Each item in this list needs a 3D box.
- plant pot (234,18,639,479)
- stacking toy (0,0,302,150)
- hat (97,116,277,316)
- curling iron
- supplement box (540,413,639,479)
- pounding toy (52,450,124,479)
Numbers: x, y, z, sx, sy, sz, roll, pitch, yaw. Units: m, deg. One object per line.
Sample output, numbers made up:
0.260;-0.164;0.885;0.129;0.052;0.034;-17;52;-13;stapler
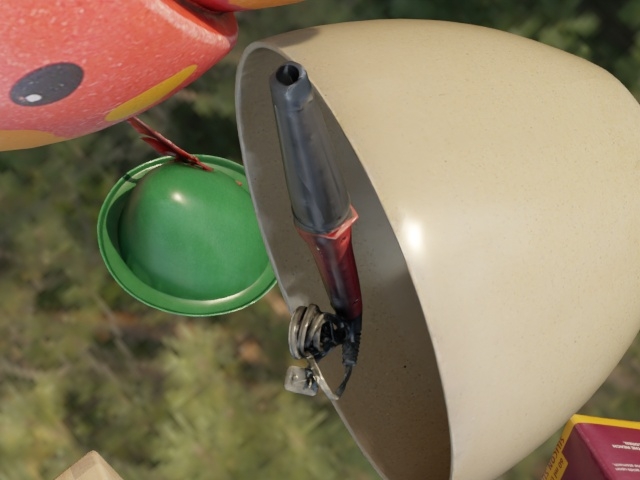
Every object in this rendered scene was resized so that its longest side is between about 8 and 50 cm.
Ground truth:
0.094;-0.010;1.064;0.191;0.284;0.284;-21;157;-14;plant pot
-0.174;-0.110;0.641;0.480;0.350;0.350;-43;162;12;stacking toy
-0.119;-0.048;1.643;0.208;0.173;0.183;4;151;-7;hat
0.000;0.000;0.926;0.274;0.035;0.068;86;18;-57;curling iron
0.207;0.207;1.155;0.080;0.188;0.104;9;117;-24;supplement box
-0.030;0.146;0.531;0.100;0.141;0.130;-39;118;-1;pounding toy
